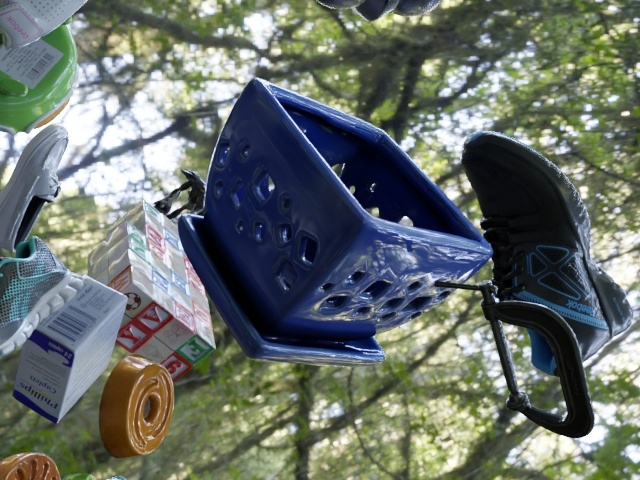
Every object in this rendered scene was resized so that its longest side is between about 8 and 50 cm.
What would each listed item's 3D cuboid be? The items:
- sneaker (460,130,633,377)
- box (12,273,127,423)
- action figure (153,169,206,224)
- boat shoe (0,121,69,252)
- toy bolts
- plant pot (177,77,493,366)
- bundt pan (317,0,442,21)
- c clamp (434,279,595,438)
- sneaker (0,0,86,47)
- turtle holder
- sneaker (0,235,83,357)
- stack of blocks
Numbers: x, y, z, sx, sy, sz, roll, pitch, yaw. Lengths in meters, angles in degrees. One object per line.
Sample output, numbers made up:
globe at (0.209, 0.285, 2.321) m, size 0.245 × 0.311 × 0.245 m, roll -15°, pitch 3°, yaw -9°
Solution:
sneaker at (0.264, 0.021, 1.023) m, size 0.341 × 0.139 × 0.125 m, roll 54°, pitch -15°, yaw -16°
box at (-0.319, 0.136, 1.048) m, size 0.072 × 0.126 × 0.137 m, roll 27°, pitch -56°, yaw 5°
action figure at (-0.275, -0.042, 1.739) m, size 0.164 × 0.141 × 0.275 m, roll 39°, pitch -33°, yaw -9°
boat shoe at (-0.381, -0.069, 1.102) m, size 0.063 × 0.184 × 0.066 m, roll 29°, pitch -12°, yaw 10°
toy bolts at (-0.239, 0.236, 0.834) m, size 0.158 × 0.218 × 0.229 m, roll 3°, pitch -35°, yaw 20°
plant pot at (0.000, 0.000, 0.877) m, size 0.212 × 0.235 × 0.236 m, roll -53°, pitch -128°, yaw 20°
bundt pan at (0.079, -0.370, 0.833) m, size 0.124 × 0.330 × 0.331 m, roll -112°, pitch -145°, yaw -49°
c clamp at (0.183, 0.106, 0.747) m, size 0.137 × 0.022 × 0.161 m, roll -2°, pitch -66°, yaw 52°
sneaker at (-0.255, -0.231, 0.612) m, size 0.111 × 0.103 × 0.252 m, roll -44°, pitch -125°, yaw -5°
turtle holder at (-0.580, -0.305, 1.420) m, size 0.227 × 0.320 × 0.244 m, roll 121°, pitch -29°, yaw -66°
sneaker at (-0.289, 0.054, 0.747) m, size 0.064 × 0.166 × 0.076 m, roll -22°, pitch -72°, yaw 25°
stack of blocks at (-0.265, 0.056, 1.267) m, size 0.087 × 0.171 × 0.297 m, roll -39°, pitch -148°, yaw 10°
